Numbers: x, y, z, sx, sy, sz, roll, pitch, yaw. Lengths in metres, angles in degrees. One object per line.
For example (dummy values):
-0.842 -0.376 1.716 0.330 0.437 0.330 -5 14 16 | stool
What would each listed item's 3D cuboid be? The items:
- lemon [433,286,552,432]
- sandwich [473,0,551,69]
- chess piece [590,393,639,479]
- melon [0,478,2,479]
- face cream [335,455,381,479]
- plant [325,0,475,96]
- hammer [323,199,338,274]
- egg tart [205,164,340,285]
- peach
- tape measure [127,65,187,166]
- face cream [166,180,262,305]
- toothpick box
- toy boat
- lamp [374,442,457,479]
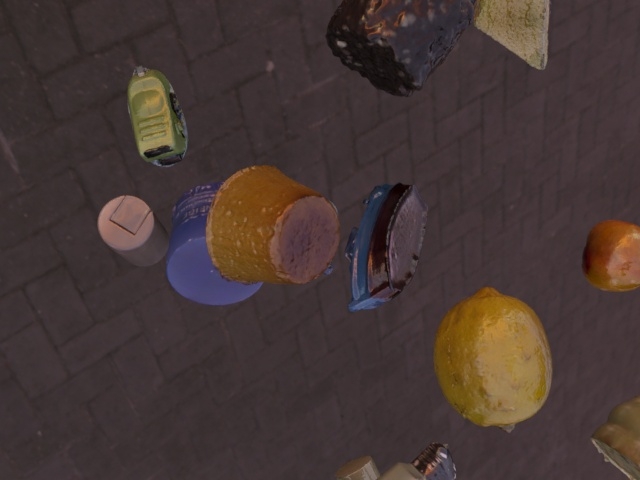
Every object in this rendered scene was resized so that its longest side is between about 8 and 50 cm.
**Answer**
0.361 0.247 1.607 0.260 0.260 0.284 -29 104 -26 | lemon
0.382 -0.446 1.550 0.058 0.162 0.193 -54 143 -47 | sandwich
0.780 0.313 1.565 0.442 0.234 0.234 -50 141 -6 | chess piece
-0.650 0.511 1.269 0.330 0.269 0.268 -26 139 5 | melon
0.106 0.477 1.275 0.070 0.114 0.224 -27 90 -43 | face cream
0.171 -0.429 1.358 0.312 0.215 0.213 -52 -176 -6 | plant
0.000 0.000 1.826 0.116 0.069 0.194 -29 121 -20 | hammer
-0.078 -0.015 1.284 0.215 0.170 0.215 -15 113 -41 | egg tart
0.558 0.032 1.428 0.138 0.138 0.138 -25 133 -30 | peach
-0.327 -0.241 1.522 0.106 0.200 0.175 -17 166 0 | tape measure
-0.263 0.005 1.941 0.248 0.225 0.249 -4 132 -4 | face cream
-0.373 -0.015 1.538 0.111 0.111 0.181 -45 171 -10 | toothpick box
0.074 0.008 0.997 0.100 0.097 0.223 51 38 -24 | toy boat
0.078 0.432 1.079 0.313 0.182 0.182 -24 134 -14 | lamp
